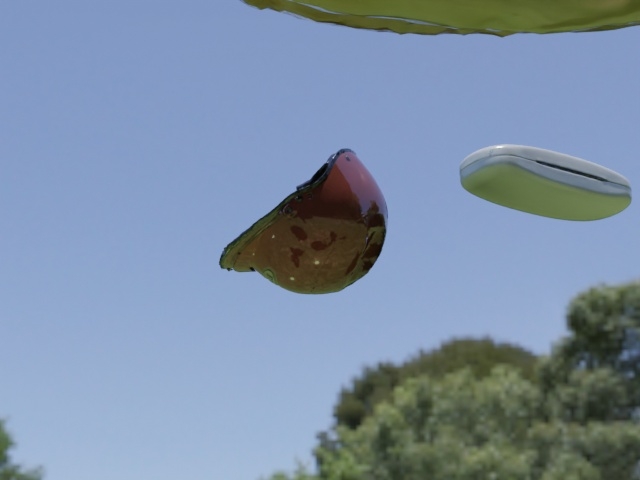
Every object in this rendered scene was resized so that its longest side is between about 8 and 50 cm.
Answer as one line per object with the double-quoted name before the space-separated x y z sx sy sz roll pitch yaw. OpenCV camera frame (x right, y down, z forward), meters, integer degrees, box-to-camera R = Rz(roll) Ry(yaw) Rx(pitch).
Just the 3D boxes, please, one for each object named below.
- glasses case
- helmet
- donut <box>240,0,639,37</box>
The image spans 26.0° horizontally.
"glasses case" 0.189 -0.047 1.156 0.164 0.041 0.063 12 -26 -30
"helmet" 0.000 0.002 0.643 0.084 0.049 0.065 -41 -11 -8
"donut" 0.033 -0.261 0.475 0.449 0.448 0.198 3 -25 -10
